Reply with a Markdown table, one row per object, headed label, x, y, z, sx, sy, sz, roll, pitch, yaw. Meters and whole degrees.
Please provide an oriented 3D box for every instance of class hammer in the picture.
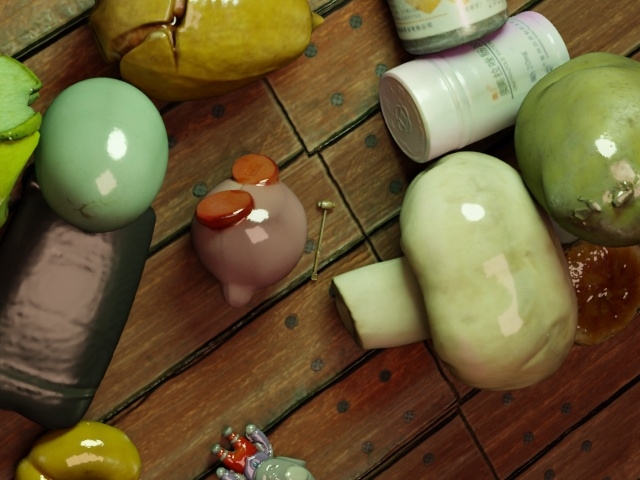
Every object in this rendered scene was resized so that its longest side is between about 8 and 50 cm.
| label | x | y | z | sx | sy | sz | roll | pitch | yaw |
| --- | --- | --- | --- | --- | --- | --- | --- | --- | --- |
| hammer | 0.000 | 0.000 | 1.853 | 0.029 | 0.014 | 0.123 | 8 | 97 | -14 |

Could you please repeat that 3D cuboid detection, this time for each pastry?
| label | x | y | z | sx | sy | sz | roll | pitch | yaw |
| --- | --- | --- | --- | --- | --- | --- | --- | --- | --- |
| pastry | 0.442 | 0.075 | 1.999 | 0.192 | 0.093 | 0.182 | -31 | 111 | -15 |

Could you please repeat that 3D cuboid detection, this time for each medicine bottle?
| label | x | y | z | sx | sy | sz | roll | pitch | yaw |
| --- | --- | --- | --- | --- | --- | --- | --- | --- | --- |
| medicine bottle | 0.159 | -0.419 | 1.765 | 0.165 | 0.165 | 0.273 | -25 | 107 | -16 |
| medicine bottle | 0.230 | -0.229 | 1.831 | 0.254 | 0.152 | 0.152 | -25 | 107 | -17 |

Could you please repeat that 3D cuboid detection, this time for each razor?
| label | x | y | z | sx | sy | sz | roll | pitch | yaw |
| --- | --- | --- | --- | --- | --- | --- | --- | --- | --- |
| razor | -0.360 | 0.074 | 1.668 | 0.204 | 0.113 | 0.349 | 20 | 91 | -20 |

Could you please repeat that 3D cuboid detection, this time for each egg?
| label | x | y | z | sx | sy | sz | roll | pitch | yaw |
| --- | --- | --- | --- | --- | --- | --- | --- | --- | --- |
| egg | -0.277 | -0.108 | 1.552 | 0.168 | 0.231 | 0.168 | -3 | 134 | -3 |

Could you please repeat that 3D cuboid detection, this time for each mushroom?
| label | x | y | z | sx | sy | sz | roll | pitch | yaw |
| --- | --- | --- | --- | --- | --- | --- | --- | --- | --- |
| mushroom | 0.218 | 0.057 | 1.780 | 0.353 | 0.325 | 0.353 | -10 | 113 | -25 |

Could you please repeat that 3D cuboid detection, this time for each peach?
| label | x | y | z | sx | sy | sz | roll | pitch | yaw |
| --- | --- | --- | --- | --- | --- | --- | --- | --- | --- |
| peach | -0.340 | 0.336 | 1.725 | 0.179 | 0.103 | 0.179 | -4 | 101 | -20 |

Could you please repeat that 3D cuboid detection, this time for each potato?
| label | x | y | z | sx | sy | sz | roll | pitch | yaw |
| --- | --- | --- | --- | --- | --- | --- | --- | --- | --- |
| potato | 0.400 | -0.123 | 1.686 | 0.243 | 0.326 | 0.221 | -1 | 122 | -10 |

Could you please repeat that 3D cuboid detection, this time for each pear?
| label | x | y | z | sx | sy | sz | roll | pitch | yaw |
| --- | --- | --- | --- | --- | --- | --- | --- | --- | --- |
| pear | -0.454 | -0.087 | 1.536 | 0.159 | 0.292 | 0.292 | 14 | 93 | -18 |

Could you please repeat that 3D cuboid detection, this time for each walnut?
| label | x | y | z | sx | sy | sz | roll | pitch | yaw |
| --- | --- | --- | --- | --- | --- | --- | --- | --- | --- |
| walnut | -0.142 | -0.294 | 1.652 | 0.336 | 0.209 | 0.209 | -9 | 102 | -28 |

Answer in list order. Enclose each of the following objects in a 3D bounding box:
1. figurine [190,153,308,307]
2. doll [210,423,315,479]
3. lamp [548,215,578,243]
| label | x | y | z | sx | sy | sz | roll | pitch | yaw |
| --- | --- | --- | --- | --- | --- | --- | --- | --- | --- |
| figurine | -0.099 | -0.011 | 1.734 | 0.173 | 0.173 | 0.173 | -4 | 100 | -21 |
| doll | -0.066 | 0.365 | 1.858 | 0.227 | 0.075 | 0.102 | 40 | 73 | -10 |
| lamp | 0.385 | -0.046 | 1.949 | 0.105 | 0.105 | 0.105 | -4 | 100 | -21 |
